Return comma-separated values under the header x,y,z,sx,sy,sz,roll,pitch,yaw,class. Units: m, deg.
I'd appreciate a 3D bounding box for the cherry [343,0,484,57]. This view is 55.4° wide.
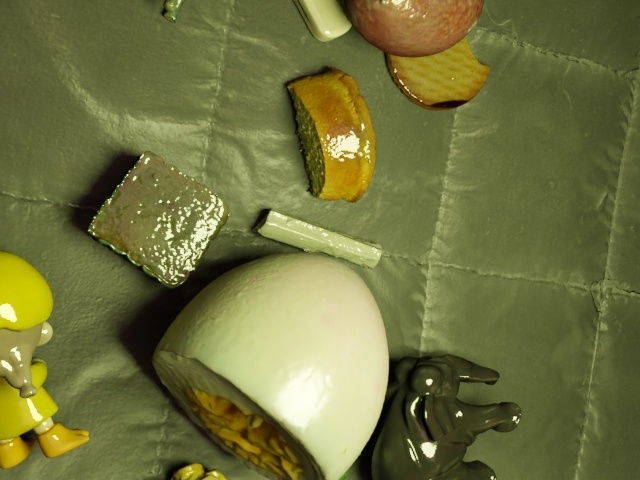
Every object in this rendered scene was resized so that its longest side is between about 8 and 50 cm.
x,y,z,sx,sy,sz,roll,pitch,yaw,class
0.158,-0.446,1.085,0.261,0.221,0.307,42,44,-3,cherry

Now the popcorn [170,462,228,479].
x,y,z,sx,sy,sz,roll,pitch,yaw,class
-0.211,0.466,1.050,0.167,0.152,0.148,38,98,-10,popcorn

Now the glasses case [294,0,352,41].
x,y,z,sx,sy,sz,roll,pitch,yaw,class
-0.012,-0.466,1.123,0.083,0.050,0.196,-33,104,-15,glasses case

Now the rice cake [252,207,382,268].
x,y,z,sx,sy,sz,roll,pitch,yaw,class
0.000,0.000,1.154,0.256,0.052,0.057,19,115,-22,rice cake

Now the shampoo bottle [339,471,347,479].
x,y,z,sx,sy,sz,roll,pitch,yaw,class
-0.008,0.461,1.167,0.204,0.065,0.065,-36,105,-17,shampoo bottle

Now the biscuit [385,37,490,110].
x,y,z,sx,sy,sz,roll,pitch,yaw,class
0.232,-0.353,1.240,0.229,0.031,0.176,32,80,-19,biscuit

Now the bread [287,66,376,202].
x,y,z,sx,sy,sz,roll,pitch,yaw,class
0.035,-0.190,1.112,0.129,0.134,0.260,-17,99,-20,bread

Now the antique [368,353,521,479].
x,y,z,sx,sy,sz,roll,pitch,yaw,class
0.224,0.378,1.194,0.255,0.185,0.322,26,87,-23,antique

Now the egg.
x,y,z,sx,sy,sz,roll,pitch,yaw,class
-0.040,0.173,1.001,0.354,0.355,0.340,51,57,-17,egg

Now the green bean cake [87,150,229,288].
x,y,z,sx,sy,sz,roll,pitch,yaw,class
-0.270,-0.033,1.017,0.181,0.094,0.173,35,79,-19,green bean cake

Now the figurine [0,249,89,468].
x,y,z,sx,sy,sz,roll,pitch,yaw,class
-0.479,0.176,0.906,0.215,0.187,0.343,-20,107,-8,figurine

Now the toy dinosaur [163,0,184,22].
x,y,z,sx,sy,sz,roll,pitch,yaw,class
-0.239,-0.476,0.993,0.248,0.075,0.188,33,78,-44,toy dinosaur
